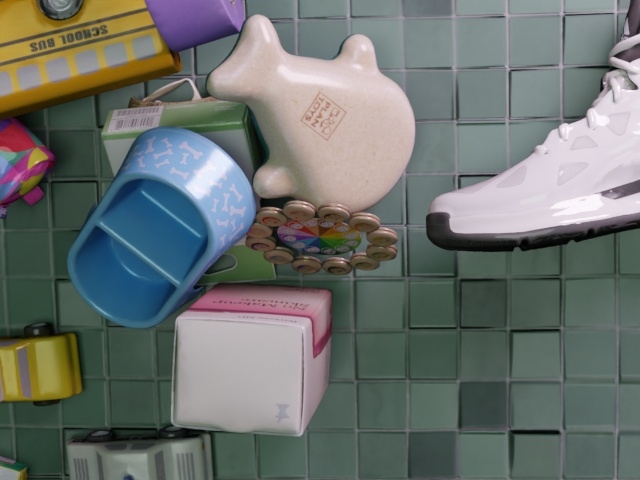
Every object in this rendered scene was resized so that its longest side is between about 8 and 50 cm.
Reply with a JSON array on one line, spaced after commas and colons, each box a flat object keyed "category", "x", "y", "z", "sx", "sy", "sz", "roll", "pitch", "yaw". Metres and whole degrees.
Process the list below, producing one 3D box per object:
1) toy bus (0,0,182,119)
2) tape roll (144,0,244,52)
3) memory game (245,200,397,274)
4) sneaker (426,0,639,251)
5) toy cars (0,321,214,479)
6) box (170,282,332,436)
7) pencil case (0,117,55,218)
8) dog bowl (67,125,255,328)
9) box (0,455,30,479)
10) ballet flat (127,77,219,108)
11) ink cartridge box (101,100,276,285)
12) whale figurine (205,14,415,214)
[{"category": "toy bus", "x": -0.337, "y": -0.215, "z": 1.726, "sx": 0.333, "sy": 0.108, "sz": 0.130, "roll": -15, "pitch": 91, "yaw": 2}, {"category": "tape roll", "x": -0.151, "y": -0.308, "z": 1.668, "sx": 0.080, "sy": 0.189, "sz": 0.189, "roll": -17, "pitch": 94, "yaw": 7}, {"category": "memory game", "x": 0.000, "y": 0.000, "z": 1.754, "sx": 0.186, "sy": 0.186, "sz": 0.012, "roll": 3, "pitch": 65, "yaw": 8}, {"category": "sneaker", "x": 0.321, "y": -0.137, "z": 1.713, "sx": 0.448, "sy": 0.169, "sz": 0.257, "roll": -12, "pitch": 86, "yaw": 1}, {"category": "toy cars", "x": -0.312, "y": 0.225, "z": 1.862, "sx": 0.394, "sy": 0.087, "sz": 0.176, "roll": 36, "pitch": 101, "yaw": 2}, {"category": "box", "x": -0.074, "y": 0.131, "z": 1.743, "sx": 0.149, "sy": 0.232, "sz": 0.126, "roll": 4, "pitch": 98, "yaw": 7}, {"category": "pencil case", "x": -0.427, "y": -0.139, "z": 1.829, "sx": 0.236, "sy": 0.104, "sz": 0.104, "roll": 45, "pitch": 101, "yaw": 2}, {"category": "dog bowl", "x": -0.193, "y": -0.003, "z": 1.746, "sx": 0.166, "sy": 0.074, "sz": 0.297, "roll": 38, "pitch": 136, "yaw": -3}, {"category": "box", "x": -0.440, "y": 0.357, "z": 1.919, "sx": 0.105, "sy": 0.043, "sz": 0.179, "roll": 17, "pitch": 97, "yaw": 5}, {"category": "ballet flat", "x": -0.137, "y": -0.164, "z": 1.801, "sx": 0.206, "sy": 0.073, "sz": 0.067, "roll": -10, "pitch": 85, "yaw": 6}, {"category": "ink cartridge box", "x": -0.150, "y": -0.053, "z": 1.806, "sx": 0.171, "sy": 0.056, "sz": 0.235, "roll": -4, "pitch": 129, "yaw": 9}, {"category": "whale figurine", "x": -0.021, "y": -0.146, "z": 1.713, "sx": 0.272, "sy": 0.141, "sz": 0.216, "roll": 34, "pitch": 88, "yaw": -33}]
